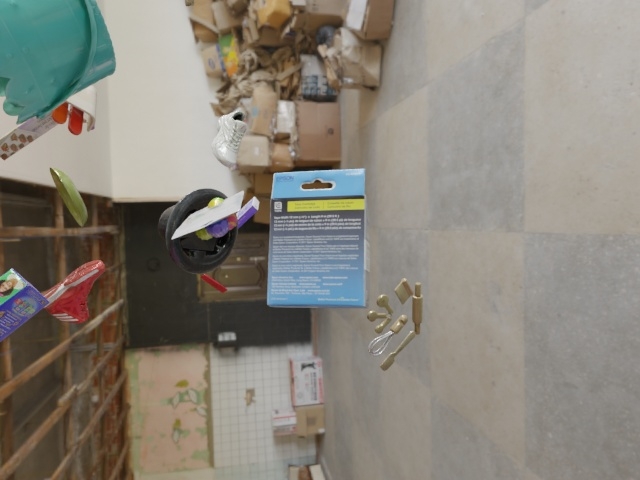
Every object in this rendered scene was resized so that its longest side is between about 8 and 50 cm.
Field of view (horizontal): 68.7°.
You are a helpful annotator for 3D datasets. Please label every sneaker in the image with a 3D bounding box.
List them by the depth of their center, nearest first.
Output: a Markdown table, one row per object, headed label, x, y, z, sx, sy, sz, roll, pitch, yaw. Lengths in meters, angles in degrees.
| label | x | y | z | sx | sy | sz | roll | pitch | yaw |
| --- | --- | --- | --- | --- | --- | --- | --- | --- | --- |
| sneaker | -0.701 | 0.158 | 1.385 | 0.128 | 0.221 | 0.087 | 55 | -173 | -28 |
| sneaker | -0.304 | -0.360 | 1.608 | 0.115 | 0.090 | 0.231 | -25 | 56 | 36 |

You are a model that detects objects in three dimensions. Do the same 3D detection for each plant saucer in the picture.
| label | x | y | z | sx | sy | sz | roll | pitch | yaw |
| --- | --- | --- | --- | --- | --- | --- | --- | --- | --- |
| plant saucer | -0.931 | -0.166 | 1.746 | 0.241 | 0.037 | 0.240 | 36 | 142 | 34 |

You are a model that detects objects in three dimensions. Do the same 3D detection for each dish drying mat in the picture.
| label | x | y | z | sx | sy | sz | roll | pitch | yaw |
| --- | --- | --- | --- | --- | --- | --- | --- | --- | --- |
| dish drying mat | -0.314 | 0.127 | 1.382 | 0.032 | 0.083 | 0.008 | -32 | 28 | 43 |

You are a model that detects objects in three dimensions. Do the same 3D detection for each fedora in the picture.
| label | x | y | z | sx | sy | sz | roll | pitch | yaw |
| --- | --- | --- | --- | --- | --- | --- | --- | --- | --- |
| fedora | -0.445 | -0.042 | 1.646 | 0.334 | 0.153 | 0.333 | -33 | -50 | -51 |

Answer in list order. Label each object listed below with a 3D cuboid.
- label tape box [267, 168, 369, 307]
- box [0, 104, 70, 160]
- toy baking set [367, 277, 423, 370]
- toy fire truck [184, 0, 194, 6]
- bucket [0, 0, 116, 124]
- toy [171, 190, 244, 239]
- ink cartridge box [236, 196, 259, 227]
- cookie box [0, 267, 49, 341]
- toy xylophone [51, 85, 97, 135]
| label | x | y | z | sx | sy | sz | roll | pitch | yaw |
| --- | --- | --- | --- | --- | --- | --- | --- | --- | --- |
| label tape box | 0.000 | 0.000 | 1.213 | 0.115 | 0.250 | 0.346 | 41 | -131 | -73 |
| box | -0.975 | -0.381 | 1.587 | 0.063 | 0.324 | 0.067 | 53 | -161 | -34 |
| toy baking set | 0.210 | 0.231 | 1.312 | 0.030 | 0.197 | 0.255 | 27 | 129 | 56 |
| toy fire truck | -0.404 | -0.877 | 1.503 | 0.246 | 0.158 | 0.217 | -53 | 21 | -13 |
| bucket | -0.476 | -0.348 | 0.746 | 0.281 | 0.183 | 0.281 | 39 | 151 | 27 |
| toy | -0.216 | -0.041 | 0.971 | 0.237 | 0.137 | 0.056 | -116 | 2 | -71 |
| ink cartridge box | -0.374 | -0.100 | 2.184 | 0.045 | 0.206 | 0.208 | 45 | -169 | -15 |
| cookie box | -0.470 | 0.103 | 0.685 | 0.040 | 0.107 | 0.091 | 41 | 155 | 9 |
| toy xylophone | -0.788 | -0.471 | 1.381 | 0.323 | 0.081 | 0.236 | 37 | -141 | -47 |
